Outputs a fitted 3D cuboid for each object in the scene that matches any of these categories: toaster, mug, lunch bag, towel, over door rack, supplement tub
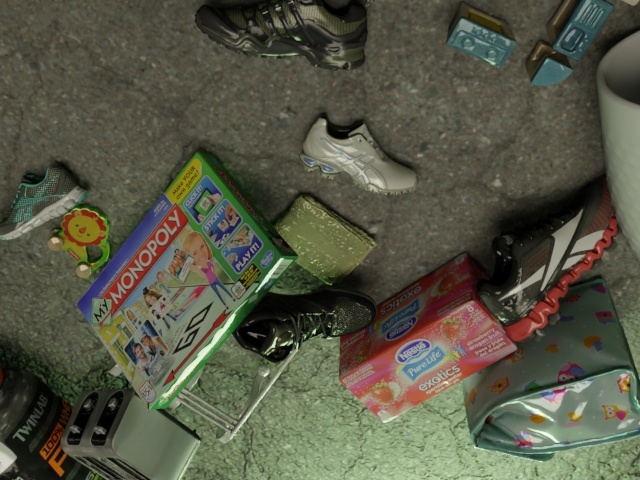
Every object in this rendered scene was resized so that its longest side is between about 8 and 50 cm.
[{"bbox_3d":[-0.300,0.323,1.529,0.168,0.110,0.186,-10,136,46],"label":"toaster"},{"bbox_3d":[0.548,-0.108,1.229,0.374,0.276,0.328,-29,124,-17],"label":"mug"},{"bbox_3d":[0.340,0.206,1.449,0.262,0.223,0.160,-20,121,16],"label":"lunch bag"},{"bbox_3d":[0.000,0.000,1.445,0.148,0.027,0.110,33,120,-20],"label":"towel"},{"bbox_3d":[-0.145,0.139,1.510,0.239,0.108,0.324,36,104,-20],"label":"over door rack"},{"bbox_3d":[-0.487,0.356,1.596,0.207,0.207,0.338,-32,118,21],"label":"supplement tub"}]

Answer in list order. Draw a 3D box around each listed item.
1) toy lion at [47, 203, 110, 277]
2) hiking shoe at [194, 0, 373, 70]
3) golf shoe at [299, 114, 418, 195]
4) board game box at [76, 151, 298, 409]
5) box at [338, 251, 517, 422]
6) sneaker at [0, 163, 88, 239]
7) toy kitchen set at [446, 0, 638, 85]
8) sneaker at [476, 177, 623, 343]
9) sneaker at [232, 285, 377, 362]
[{"bbox_3d":[-0.359,-0.005,1.458,0.096,0.034,0.100,-33,117,13],"label":"toy lion"},{"bbox_3d":[-0.046,-0.293,1.231,0.227,0.086,0.114,8,110,-10],"label":"hiking shoe"},{"bbox_3d":[0.063,-0.120,1.341,0.176,0.069,0.086,15,117,-9],"label":"golf shoe"},{"bbox_3d":[-0.200,0.060,1.377,0.317,0.046,0.213,-49,66,19],"label":"board game box"},{"bbox_3d":[0.161,0.152,1.479,0.257,0.128,0.122,-34,116,23],"label":"box"},{"bbox_3d":[-0.426,-0.059,1.414,0.166,0.065,0.076,-27,102,15],"label":"sneaker"},{"bbox_3d":[0.276,-0.297,1.177,0.166,0.122,0.207,22,122,-12],"label":"toy kitchen set"},{"bbox_3d":[0.325,0.008,1.359,0.135,0.097,0.276,38,92,-8],"label":"sneaker"},{"bbox_3d":[-0.023,0.126,1.393,0.228,0.130,0.087,2,113,-10],"label":"sneaker"}]
